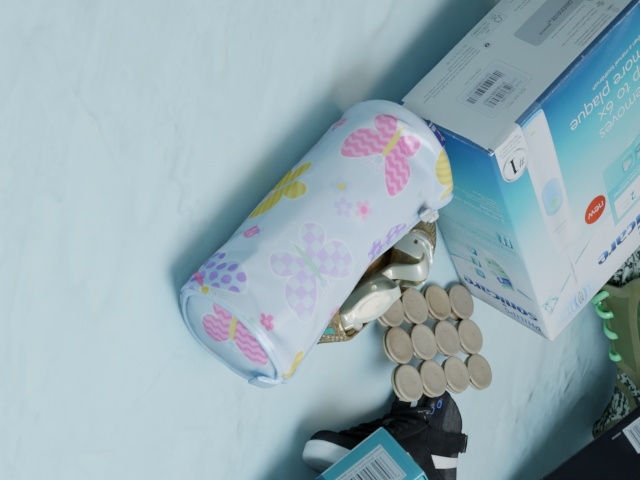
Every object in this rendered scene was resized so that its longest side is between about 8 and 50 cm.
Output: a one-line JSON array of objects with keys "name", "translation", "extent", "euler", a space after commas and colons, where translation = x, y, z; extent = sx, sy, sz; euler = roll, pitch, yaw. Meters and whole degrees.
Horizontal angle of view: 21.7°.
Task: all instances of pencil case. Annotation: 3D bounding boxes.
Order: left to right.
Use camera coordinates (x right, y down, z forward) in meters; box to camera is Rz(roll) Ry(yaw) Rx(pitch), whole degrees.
[{"name": "pencil case", "translation": [0.000, 0.000, 1.443], "extent": [0.273, 0.113, 0.124], "euler": [-47, 112, -26]}]

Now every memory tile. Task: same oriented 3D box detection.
[{"name": "memory tile", "translation": [0.111, 0.099, 1.641], "extent": [0.148, 0.012, 0.113], "euler": [-3, 74, -46]}]

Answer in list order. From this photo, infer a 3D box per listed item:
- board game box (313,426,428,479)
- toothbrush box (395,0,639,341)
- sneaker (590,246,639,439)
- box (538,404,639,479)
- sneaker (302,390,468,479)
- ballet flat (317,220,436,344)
[{"name": "board game box", "translation": [0.040, 0.366, 1.580], "extent": [0.254, 0.079, 0.336], "euler": [-37, 132, -6]}, {"name": "toothbrush box", "translation": [0.217, -0.081, 1.605], "extent": [0.216, 0.126, 0.295], "euler": [-45, 142, -18]}, {"name": "sneaker", "translation": [0.360, 0.059, 1.857], "extent": [0.158, 0.182, 0.410], "euler": [-59, 170, -55]}, {"name": "box", "translation": [0.324, 0.312, 1.837], "extent": [0.261, 0.103, 0.184], "euler": [-39, 140, 10]}, {"name": "sneaker", "translation": [0.065, 0.182, 1.621], "extent": [0.217, 0.079, 0.121], "euler": [30, 70, -49]}, {"name": "ballet flat", "translation": [0.061, 0.038, 1.559], "extent": [0.206, 0.067, 0.073], "euler": [-40, 123, -34]}]
